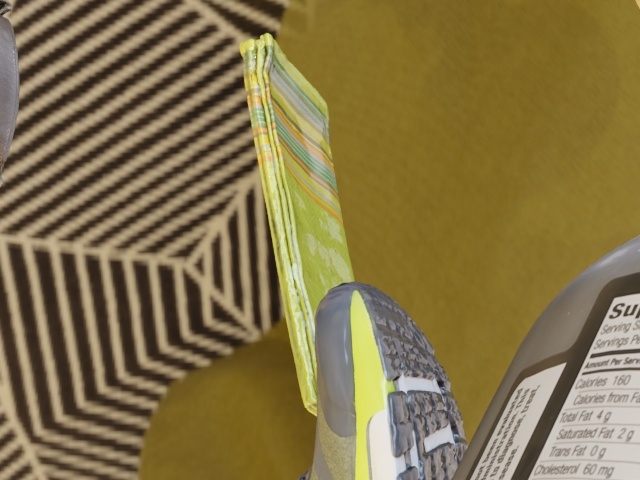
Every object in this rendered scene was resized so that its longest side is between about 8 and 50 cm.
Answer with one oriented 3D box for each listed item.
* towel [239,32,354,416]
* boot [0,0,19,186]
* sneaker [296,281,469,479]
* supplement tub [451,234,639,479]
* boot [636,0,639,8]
[{"bbox_3d":[0.000,0.000,0.915,0.021,0.237,0.102,-21,150,19],"label":"towel"},{"bbox_3d":[-0.285,-0.079,1.084,0.091,0.262,0.229,2,164,24],"label":"boot"},{"bbox_3d":[-0.008,0.166,0.684,0.121,0.111,0.299,3,85,20],"label":"sneaker"},{"bbox_3d":[0.095,0.128,0.330,0.194,0.316,0.193,24,151,15],"label":"supplement tub"},{"bbox_3d":[0.347,-0.289,1.365,0.211,0.104,0.295,-29,132,26],"label":"boot"}]
